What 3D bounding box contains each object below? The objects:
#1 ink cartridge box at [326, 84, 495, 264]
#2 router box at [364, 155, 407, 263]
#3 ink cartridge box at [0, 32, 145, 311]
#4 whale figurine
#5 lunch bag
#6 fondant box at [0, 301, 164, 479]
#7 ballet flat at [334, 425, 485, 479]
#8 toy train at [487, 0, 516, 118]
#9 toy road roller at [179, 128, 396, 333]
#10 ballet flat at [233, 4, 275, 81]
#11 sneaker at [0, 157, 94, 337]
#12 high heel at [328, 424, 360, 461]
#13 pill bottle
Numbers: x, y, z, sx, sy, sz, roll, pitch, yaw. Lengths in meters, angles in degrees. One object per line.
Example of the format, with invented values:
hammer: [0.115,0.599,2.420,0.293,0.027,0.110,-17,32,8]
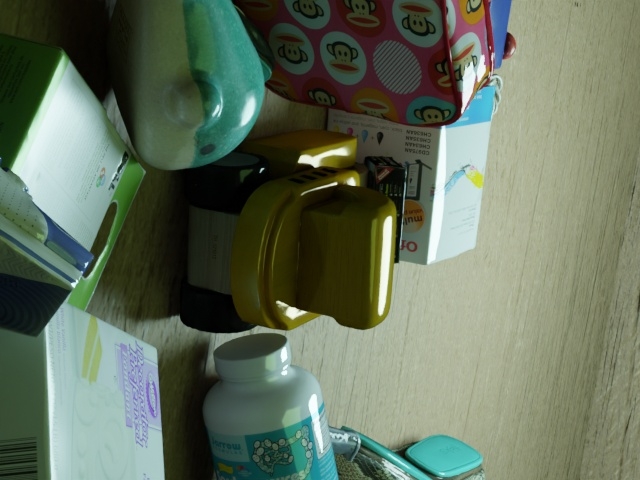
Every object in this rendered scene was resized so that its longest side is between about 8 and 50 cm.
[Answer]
ink cartridge box: [0.114,-0.100,1.779,0.168,0.171,0.233,-16,113,-59]
router box: [0.077,-0.040,1.657,0.092,0.038,0.122,-124,-143,-76]
ink cartridge box: [-0.264,-0.042,1.189,0.255,0.097,0.189,67,41,-68]
whale figurine: [-0.119,-0.193,1.249,0.141,0.216,0.272,-10,139,-19]
lunch bag: [0.039,-0.266,1.452,0.120,0.293,0.258,-49,141,-35]
fondant box: [-0.226,0.191,1.177,0.330,0.096,0.238,58,27,-75]
ballet flat: [0.119,0.389,2.019,0.182,0.164,0.483,-62,154,3]
toy train: [0.197,-0.284,1.908,0.105,0.143,0.248,-19,122,-50]
toy road roller: [0.000,0.000,1.532,0.329,0.240,0.202,-21,119,-58]
ballet flat: [-0.116,-0.239,1.423,0.203,0.074,0.074,36,68,-53]
sneaker: [-0.292,-0.082,0.977,0.315,0.127,0.182,33,51,-16]
high heel: [-0.071,0.348,1.745,0.186,0.093,0.261,19,96,-39]
pill bottle: [-0.059,0.250,1.597,0.146,0.146,0.264,-32,115,-54]
